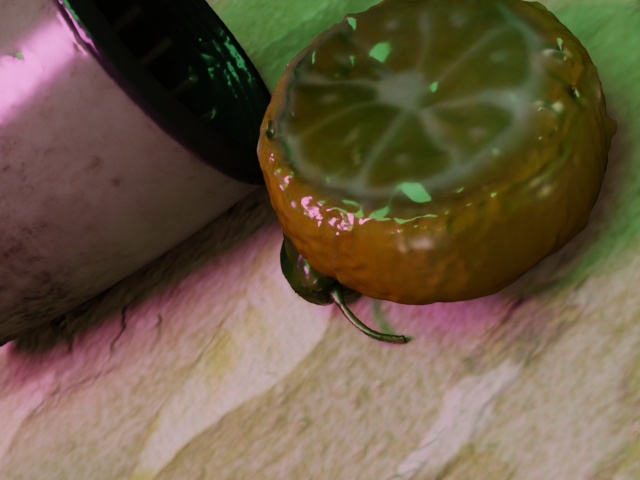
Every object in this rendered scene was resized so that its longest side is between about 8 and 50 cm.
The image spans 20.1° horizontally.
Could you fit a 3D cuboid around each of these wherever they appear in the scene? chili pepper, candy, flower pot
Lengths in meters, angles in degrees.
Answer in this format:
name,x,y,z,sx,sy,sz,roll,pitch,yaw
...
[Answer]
name,x,y,z,sx,sy,sz,roll,pitch,yaw
chili pepper,0.000,-0.002,1.379,0.073,0.072,0.204,-28,45,17
candy,0.081,-0.071,1.307,0.260,0.118,0.260,-11,48,12
flower pot,-0.236,-0.074,1.487,0.330,0.293,0.293,-39,42,19
